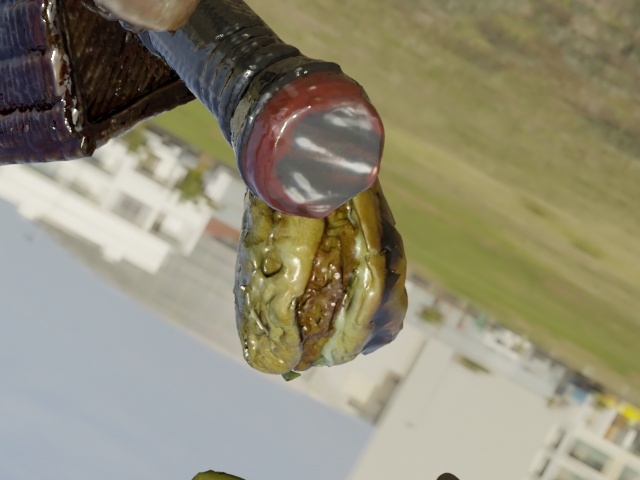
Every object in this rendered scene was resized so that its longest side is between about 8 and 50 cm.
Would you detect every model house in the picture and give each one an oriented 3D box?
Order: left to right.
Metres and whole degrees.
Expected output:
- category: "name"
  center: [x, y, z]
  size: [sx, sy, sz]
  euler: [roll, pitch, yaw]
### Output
- category: "model house"
  center: [-0.257, -0.204, 1.553]
  size: [0.297, 0.282, 0.317]
  euler: [27, 166, -38]

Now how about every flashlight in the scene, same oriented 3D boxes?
- category: "flashlight"
  center: [-0.048, -0.104, 1.035]
  size: [0.093, 0.093, 0.232]
  euler: [30, -167, -41]

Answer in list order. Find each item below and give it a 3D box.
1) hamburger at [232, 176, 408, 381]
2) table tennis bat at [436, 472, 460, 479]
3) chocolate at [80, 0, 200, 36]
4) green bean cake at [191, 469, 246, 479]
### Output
- category: "hamburger"
  center: [0.000, 0.000, 1.270]
  size: [0.130, 0.206, 0.183]
  euler: [6, 142, -7]
- category: "table tennis bat"
  center: [0.111, 0.224, 1.448]
  size: [0.050, 0.007, 0.083]
  euler: [56, -156, 4]
- category: "chocolate"
  center: [-0.146, -0.227, 0.926]
  size: [0.261, 0.083, 0.161]
  euler: [34, -149, -33]
- category: "green bean cake"
  center: [-0.030, 0.297, 1.123]
  size: [0.233, 0.236, 0.124]
  euler: [25, 136, -24]
